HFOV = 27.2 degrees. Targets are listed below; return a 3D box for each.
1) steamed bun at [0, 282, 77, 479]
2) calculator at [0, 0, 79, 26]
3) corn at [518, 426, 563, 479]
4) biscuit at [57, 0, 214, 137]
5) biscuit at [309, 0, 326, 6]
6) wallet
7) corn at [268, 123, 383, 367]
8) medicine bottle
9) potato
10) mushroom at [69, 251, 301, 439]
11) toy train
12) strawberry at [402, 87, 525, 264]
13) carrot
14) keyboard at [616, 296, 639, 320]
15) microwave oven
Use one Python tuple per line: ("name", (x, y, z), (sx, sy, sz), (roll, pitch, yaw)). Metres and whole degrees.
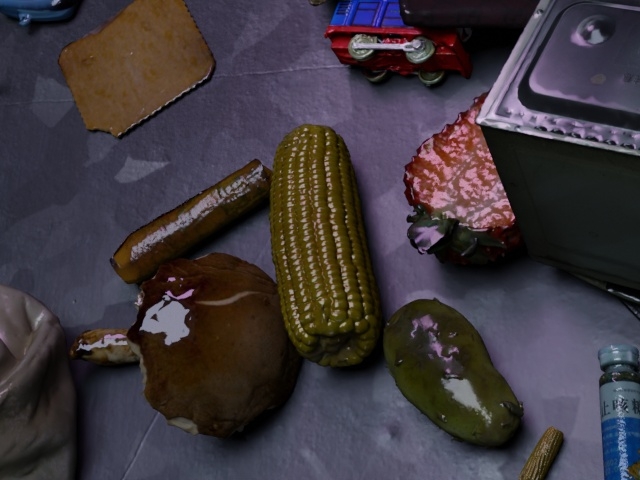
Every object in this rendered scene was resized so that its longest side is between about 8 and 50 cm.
("steamed bun", (-0.505, 0.220, 1.755), (0.342, 0.255, 0.368), (-28, 57, 8))
("calculator", (-0.447, -0.483, 2.231), (0.173, 0.051, 0.293), (9, 68, 28))
("corn", (0.252, 0.252, 1.509), (0.028, 0.027, 0.083), (28, 75, 17))
("biscuit", (-0.291, -0.279, 2.068), (0.232, 0.013, 0.237), (-32, 54, 6))
("biscuit", (0.033, -0.417, 1.925), (0.131, 0.025, 0.231), (-25, 31, 12))
("wallet", (0.217, -0.344, 1.782), (0.229, 0.049, 0.182), (0, 50, -1))
("corn", (0.000, 0.000, 1.703), (0.131, 0.131, 0.344), (-20, 50, 15))
("medicine bottle", (0.338, 0.212, 1.475), (0.051, 0.051, 0.191), (-10, 60, 21))
("potato", (0.153, 0.158, 1.569), (0.117, 0.090, 0.225), (-43, 51, 4))
("mushroom", (-0.172, 0.108, 1.722), (0.301, 0.233, 0.208), (32, 122, 48))
("toy train", (0.114, -0.288, 1.836), (0.204, 0.083, 0.131), (8, 66, 28))
("strawberry", (0.205, -0.064, 1.663), (0.188, 0.106, 0.286), (18, 60, 28))
("carrot", (-0.174, -0.026, 1.842), (0.260, 0.070, 0.070), (-32, 55, 7))
("keyboard", (0.388, 0.073, 1.551), (0.053, 0.010, 0.155), (-40, 54, 2))
("microwave oven", (0.423, -0.095, 1.431), (0.394, 0.333, 0.247), (16, 63, 32))
